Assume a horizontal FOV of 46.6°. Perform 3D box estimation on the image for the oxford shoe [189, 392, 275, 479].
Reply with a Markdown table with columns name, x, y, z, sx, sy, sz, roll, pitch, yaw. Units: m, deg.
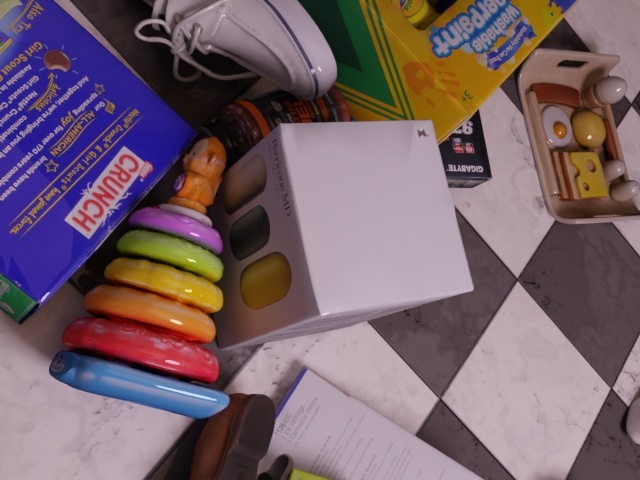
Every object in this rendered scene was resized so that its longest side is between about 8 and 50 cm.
| name | x | y | z | sx | sy | sz | roll | pitch | yaw |
| --- | --- | --- | --- | --- | --- | --- | --- | --- | --- |
| oxford shoe | -0.119 | 0.273 | 0.834 | 0.076 | 0.076 | 0.212 | 49 | 51 | -41 |

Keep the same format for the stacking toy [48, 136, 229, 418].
| name | x | y | z | sx | sy | sz | roll | pitch | yaw |
| --- | --- | --- | --- | --- | --- | --- | --- | --- | --- |
| stacking toy | -0.160 | 0.024 | 0.797 | 0.165 | 0.175 | 0.302 | 21 | 75 | -25 |

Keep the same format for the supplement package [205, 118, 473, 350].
| name | x | y | z | sx | sy | sz | roll | pitch | yaw |
| --- | --- | --- | --- | --- | --- | --- | --- | --- | --- |
| supplement package | 0.000 | 0.000 | 0.863 | 0.198 | 0.262 | 0.199 | -7 | 79 | -31 |

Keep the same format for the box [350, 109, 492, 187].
| name | x | y | z | sx | sy | sz | roll | pitch | yaw |
| --- | --- | --- | --- | --- | --- | --- | --- | --- | --- |
| box | 0.146 | -0.169 | 1.117 | 0.220 | 0.051 | 0.175 | 0 | 75 | -30 |

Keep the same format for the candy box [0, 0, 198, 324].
| name | x | y | z | sx | sy | sz | roll | pitch | yaw |
| --- | --- | --- | --- | --- | --- | --- | --- | --- | --- |
| candy box | -0.340 | -0.117 | 0.788 | 0.317 | 0.122 | 0.268 | 43 | 59 | -11 |

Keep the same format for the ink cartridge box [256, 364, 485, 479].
| name | x | y | z | sx | sy | sz | roll | pitch | yaw |
| --- | --- | --- | --- | --- | --- | --- | --- | --- | --- |
| ink cartridge box | 0.032 | 0.356 | 0.878 | 0.307 | 0.072 | 0.304 | 31 | 61 | 8 |

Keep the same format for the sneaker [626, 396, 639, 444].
| name | x | y | z | sx | sy | sz | roll | pitch | yaw |
| --- | --- | --- | --- | --- | --- | --- | --- | --- | --- |
| sneaker | 0.585 | 0.281 | 1.232 | 0.212 | 0.080 | 0.094 | -38 | 108 | -33 |

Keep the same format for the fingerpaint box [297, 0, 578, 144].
| name | x | y | z | sx | sy | sz | roll | pitch | yaw |
| --- | --- | --- | --- | --- | --- | --- | --- | --- | --- |
| fingerpaint box | 0.149 | -0.380 | 1.072 | 0.371 | 0.163 | 0.445 | 47 | 55 | -3 |

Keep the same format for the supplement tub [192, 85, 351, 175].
| name | x | y | z | sx | sy | sz | roll | pitch | yaw |
| --- | --- | --- | --- | --- | --- | --- | --- | --- | --- |
| supplement tub | -0.063 | -0.138 | 0.959 | 0.198 | 0.106 | 0.106 | -24 | 89 | -32 |

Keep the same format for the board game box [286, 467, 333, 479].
| name | x | y | z | sx | sy | sz | roll | pitch | yaw |
| --- | --- | --- | --- | --- | --- | --- | --- | --- | --- |
| board game box | -0.014 | 0.353 | 0.809 | 0.092 | 0.043 | 0.181 | 17 | 61 | -1 |

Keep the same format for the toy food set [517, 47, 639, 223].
| name | x | y | z | sx | sy | sz | roll | pitch | yaw |
| --- | --- | --- | --- | --- | --- | --- | --- | --- | --- |
| toy food set | 0.473 | -0.177 | 1.281 | 0.219 | 0.092 | 0.306 | -5 | 78 | -31 |

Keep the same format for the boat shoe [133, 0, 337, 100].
| name | x | y | z | sx | sy | sz | roll | pitch | yaw |
| --- | --- | --- | --- | --- | --- | --- | --- | --- | --- |
| boat shoe | -0.154 | -0.273 | 0.899 | 0.367 | 0.136 | 0.156 | 44 | 66 | 9 |
